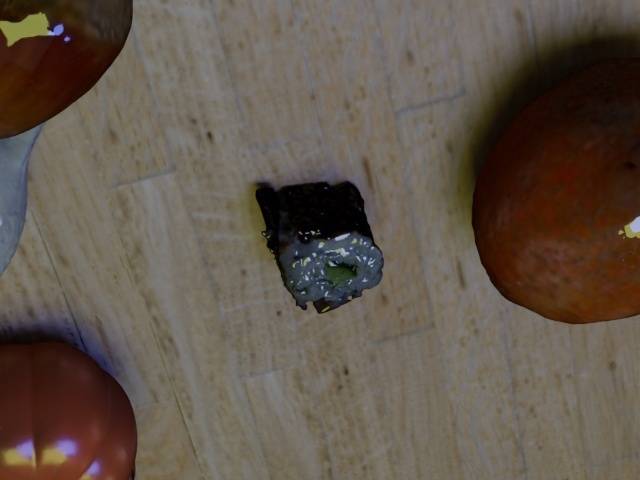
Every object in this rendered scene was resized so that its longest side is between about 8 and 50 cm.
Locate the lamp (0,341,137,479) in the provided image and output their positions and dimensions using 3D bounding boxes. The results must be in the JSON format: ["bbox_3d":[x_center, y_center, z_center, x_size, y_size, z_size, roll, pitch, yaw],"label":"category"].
[{"bbox_3d":[-0.249,0.187,1.412,0.188,0.164,0.187,-5,129,-6],"label":"lamp"}]

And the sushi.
[{"bbox_3d":[0.001,0.001,1.379,0.094,0.084,0.098,-17,133,-3],"label":"sushi"}]

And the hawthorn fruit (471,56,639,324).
[{"bbox_3d":[0.226,-0.019,1.352,0.210,0.210,0.262,21,132,-27],"label":"hawthorn fruit"}]

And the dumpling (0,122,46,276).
[{"bbox_3d":[-0.311,-0.029,1.259,0.166,0.126,0.216,24,123,-10],"label":"dumpling"}]

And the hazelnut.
[{"bbox_3d":[-0.225,-0.183,1.130,0.186,0.210,0.210,-35,131,-15],"label":"hazelnut"}]
